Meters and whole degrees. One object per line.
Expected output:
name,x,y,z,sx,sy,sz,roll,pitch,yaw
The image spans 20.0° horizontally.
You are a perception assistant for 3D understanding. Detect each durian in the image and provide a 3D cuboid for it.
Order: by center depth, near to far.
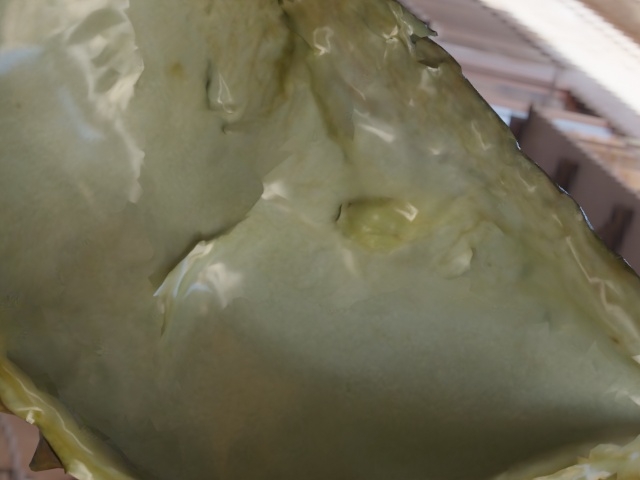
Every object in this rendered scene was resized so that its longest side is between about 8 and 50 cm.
durian,0.000,0.000,0.457,0.139,0.144,0.252,-37,-87,26
